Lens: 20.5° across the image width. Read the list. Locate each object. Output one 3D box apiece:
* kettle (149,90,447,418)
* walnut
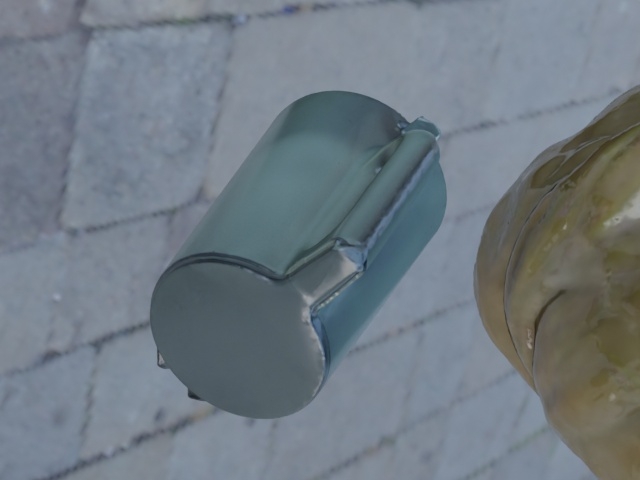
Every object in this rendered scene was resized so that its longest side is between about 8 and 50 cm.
[{"bbox_3d":[0.001,0.005,0.818,0.148,0.127,0.098,-54,135,-50],"label":"kettle"},{"bbox_3d":[0.244,0.037,0.992,0.285,0.296,0.285,-8,127,-11],"label":"walnut"}]
